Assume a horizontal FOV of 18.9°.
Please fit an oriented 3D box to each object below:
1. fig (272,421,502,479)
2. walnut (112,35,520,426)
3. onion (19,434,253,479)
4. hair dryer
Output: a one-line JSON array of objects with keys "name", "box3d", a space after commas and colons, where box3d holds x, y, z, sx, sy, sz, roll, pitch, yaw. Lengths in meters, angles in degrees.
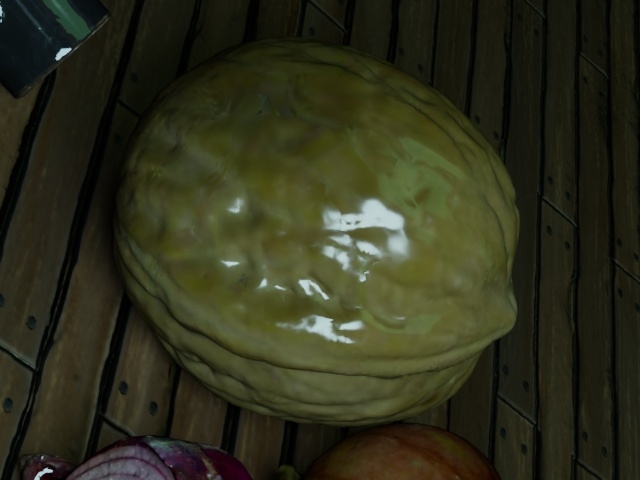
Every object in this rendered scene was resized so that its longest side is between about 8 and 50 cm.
[{"name": "fig", "box3d": [0.050, 0.231, 1.518, 0.205, 0.205, 0.205, 33, 40, -33]}, {"name": "walnut", "box3d": [0.000, 0.000, 1.508, 0.333, 0.333, 0.333, 33, 40, -33]}, {"name": "onion", "box3d": [-0.132, 0.214, 1.318, 0.140, 0.195, 0.218, 20, 8, -43]}, {"name": "hair dryer", "box3d": [-0.315, -0.152, 1.440, 0.189, 0.107, 0.352, 48, 39, -9]}]
